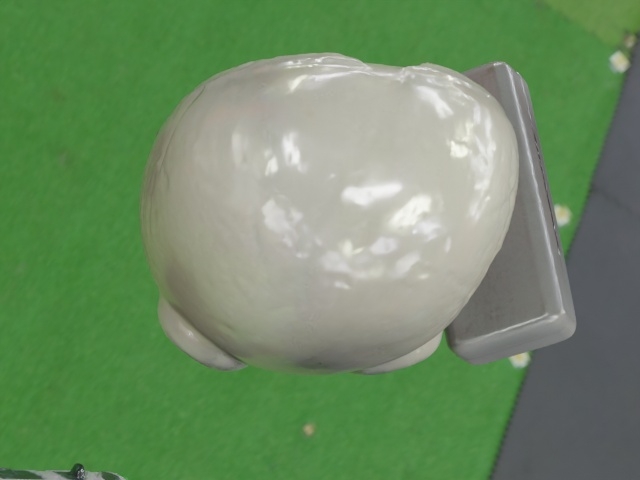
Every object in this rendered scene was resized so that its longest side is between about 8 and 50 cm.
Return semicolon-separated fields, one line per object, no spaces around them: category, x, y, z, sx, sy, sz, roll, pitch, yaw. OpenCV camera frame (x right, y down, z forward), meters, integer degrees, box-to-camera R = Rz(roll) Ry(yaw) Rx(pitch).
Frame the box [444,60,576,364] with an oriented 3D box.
box;0.137;-0.024;1.362;0.055;0.103;0.243;37;39;-55

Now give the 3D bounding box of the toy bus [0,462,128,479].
toy bus;-0.254;0.214;1.086;0.305;0.179;0.143;6;79;-27

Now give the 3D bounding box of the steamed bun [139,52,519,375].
steamed bun;0.000;0.000;0.806;0.177;0.228;0.130;5;75;-16
